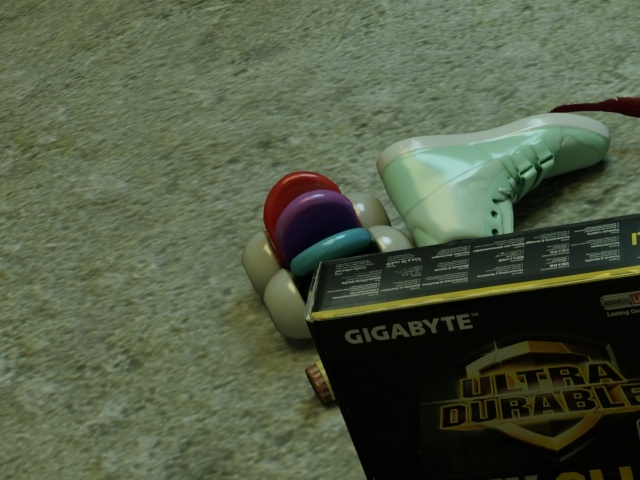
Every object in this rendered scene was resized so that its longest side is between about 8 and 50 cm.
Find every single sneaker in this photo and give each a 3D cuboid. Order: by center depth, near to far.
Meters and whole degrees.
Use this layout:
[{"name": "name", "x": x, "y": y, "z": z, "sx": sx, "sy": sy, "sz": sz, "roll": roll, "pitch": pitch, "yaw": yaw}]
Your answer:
[{"name": "sneaker", "x": 0.197, "y": -0.040, "z": 1.582, "sx": 0.256, "sy": 0.094, "sz": 0.151, "roll": -11, "pitch": 62, "yaw": -16}]

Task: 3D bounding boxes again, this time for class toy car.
[{"name": "toy car", "x": 0.000, "y": 0.000, "z": 1.562, "sx": 0.159, "sy": 0.136, "sz": 0.182, "roll": -24, "pitch": 34, "yaw": -6}]

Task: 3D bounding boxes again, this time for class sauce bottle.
[{"name": "sauce bottle", "x": 0.050, "y": 0.111, "z": 1.467, "sx": 0.128, "sy": 0.042, "sz": 0.042, "roll": -27, "pitch": 35, "yaw": -6}]

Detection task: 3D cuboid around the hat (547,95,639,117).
[{"name": "hat", "x": 0.398, "y": -0.126, "z": 1.626, "sx": 0.173, "sy": 0.183, "sz": 0.208, "roll": -18, "pitch": 66, "yaw": -42}]

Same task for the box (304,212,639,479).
[{"name": "box", "x": 0.178, "y": 0.113, "z": 1.208, "sx": 0.322, "sy": 0.257, "sz": 0.079, "roll": -8, "pitch": 37, "yaw": 16}]
